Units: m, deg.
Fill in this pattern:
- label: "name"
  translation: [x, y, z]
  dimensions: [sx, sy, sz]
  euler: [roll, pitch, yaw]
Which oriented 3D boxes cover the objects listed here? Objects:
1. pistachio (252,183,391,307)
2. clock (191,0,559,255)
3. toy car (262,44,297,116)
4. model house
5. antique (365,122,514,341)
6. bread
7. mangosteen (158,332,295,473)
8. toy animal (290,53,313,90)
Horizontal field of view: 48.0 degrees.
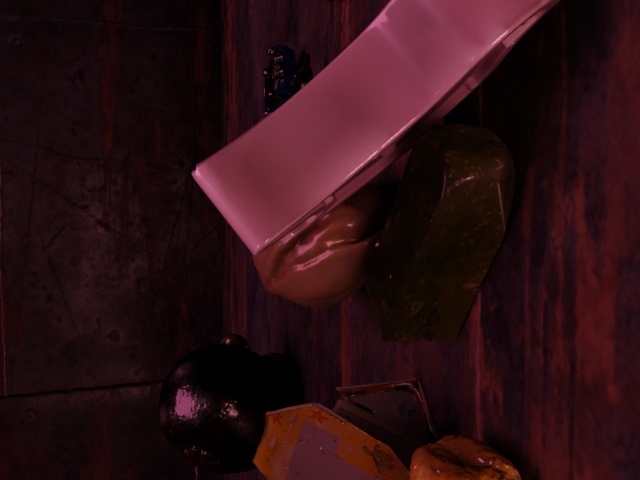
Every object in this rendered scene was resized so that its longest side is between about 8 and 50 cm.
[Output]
- label: "pistachio"
  translation: [0.000, 0.000, 0.940]
  dimensions: [0.162, 0.181, 0.293]
  euler: [49, 161, 6]
- label: "clock"
  translation: [0.034, -0.104, 0.567]
  dimensions: [0.080, 0.290, 0.275]
  euler: [49, 153, 3]
- label: "toy car"
  translation: [-0.079, -0.309, 1.421]
  dimensions: [0.216, 0.063, 0.103]
  euler: [146, 123, -80]
- label: "model house"
  translation: [0.050, 0.219, 0.810]
  dimensions: [0.136, 0.207, 0.219]
  euler: [-53, -18, -44]
- label: "antique"
  translation: [0.110, -0.004, 0.660]
  dimensions: [0.221, 0.080, 0.081]
  euler: [105, 158, -44]
- label: "bread"
  translation: [0.124, 0.277, 0.605]
  dimensions: [0.114, 0.083, 0.211]
  euler: [-174, 83, -70]
- label: "mangosteen"
  translation: [-0.184, 0.327, 1.463]
  dimensions: [0.288, 0.288, 0.288]
  euler: [179, 90, -76]
- label: "toy animal"
  translation: [-0.026, -0.211, 1.213]
  dimensions: [0.105, 0.070, 0.202]
  euler: [-73, -16, -72]
